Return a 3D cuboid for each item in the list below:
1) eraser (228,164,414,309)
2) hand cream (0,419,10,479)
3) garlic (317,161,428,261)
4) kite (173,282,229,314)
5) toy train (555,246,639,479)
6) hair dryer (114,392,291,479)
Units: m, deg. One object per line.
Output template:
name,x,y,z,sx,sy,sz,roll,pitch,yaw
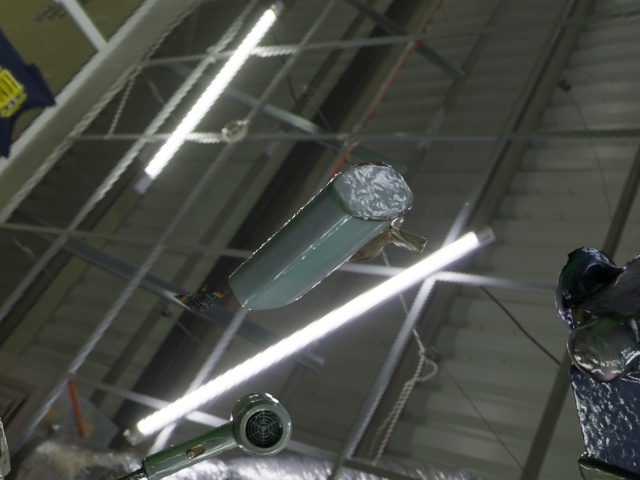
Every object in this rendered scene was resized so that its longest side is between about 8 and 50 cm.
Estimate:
eraser,0.000,0.000,1.278,0.290,0.104,0.189,-41,168,35
hand cream,-0.480,0.277,1.124,0.057,0.165,0.037,2,-159,17
garlic,0.105,-0.032,1.483,0.212,0.218,0.218,37,-106,29
kite,-0.250,0.123,1.631,0.122,0.090,0.004,0,-141,-24
toy train,0.311,0.069,0.629,0.300,0.201,0.131,-27,-161,-29
hair dryer,-0.228,0.393,1.451,0.358,0.107,0.173,-23,176,-10
